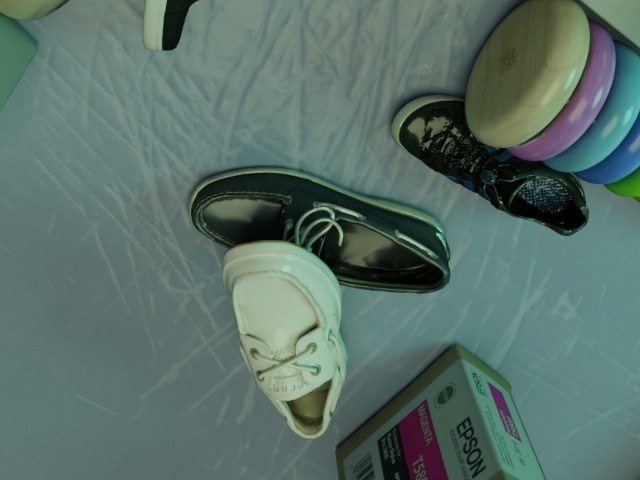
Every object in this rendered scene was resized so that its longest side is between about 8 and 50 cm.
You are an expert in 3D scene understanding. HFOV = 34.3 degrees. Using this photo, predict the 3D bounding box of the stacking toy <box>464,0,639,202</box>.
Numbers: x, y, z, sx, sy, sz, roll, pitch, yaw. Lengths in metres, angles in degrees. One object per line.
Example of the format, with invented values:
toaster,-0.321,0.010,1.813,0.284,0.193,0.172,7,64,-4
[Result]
stacking toy,0.298,-0.090,0.937,0.330,0.141,0.141,24,113,-23

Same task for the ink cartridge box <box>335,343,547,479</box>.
ink cartridge box,0.116,0.243,1.021,0.088,0.235,0.193,38,108,-21

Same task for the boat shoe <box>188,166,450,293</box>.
boat shoe,0.000,0.000,0.977,0.254,0.079,0.095,16,118,-11

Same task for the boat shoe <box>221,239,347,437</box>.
boat shoe,-0.024,0.102,0.956,0.098,0.096,0.277,-6,145,12

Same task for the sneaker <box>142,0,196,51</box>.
sneaker,-0.071,-0.246,0.847,0.121,0.079,0.217,12,115,-10

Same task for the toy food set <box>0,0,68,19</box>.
toy food set,-0.254,-0.324,0.763,0.219,0.092,0.306,-21,124,43

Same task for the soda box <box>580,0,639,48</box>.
soda box,0.231,-0.250,0.859,0.286,0.091,0.098,33,110,-19

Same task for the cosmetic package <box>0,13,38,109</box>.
cosmetic package,-0.423,-0.070,0.849,0.365,0.197,0.155,-38,114,13

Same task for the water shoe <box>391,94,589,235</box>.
water shoe,0.162,-0.071,0.952,0.203,0.080,0.073,22,113,-14
